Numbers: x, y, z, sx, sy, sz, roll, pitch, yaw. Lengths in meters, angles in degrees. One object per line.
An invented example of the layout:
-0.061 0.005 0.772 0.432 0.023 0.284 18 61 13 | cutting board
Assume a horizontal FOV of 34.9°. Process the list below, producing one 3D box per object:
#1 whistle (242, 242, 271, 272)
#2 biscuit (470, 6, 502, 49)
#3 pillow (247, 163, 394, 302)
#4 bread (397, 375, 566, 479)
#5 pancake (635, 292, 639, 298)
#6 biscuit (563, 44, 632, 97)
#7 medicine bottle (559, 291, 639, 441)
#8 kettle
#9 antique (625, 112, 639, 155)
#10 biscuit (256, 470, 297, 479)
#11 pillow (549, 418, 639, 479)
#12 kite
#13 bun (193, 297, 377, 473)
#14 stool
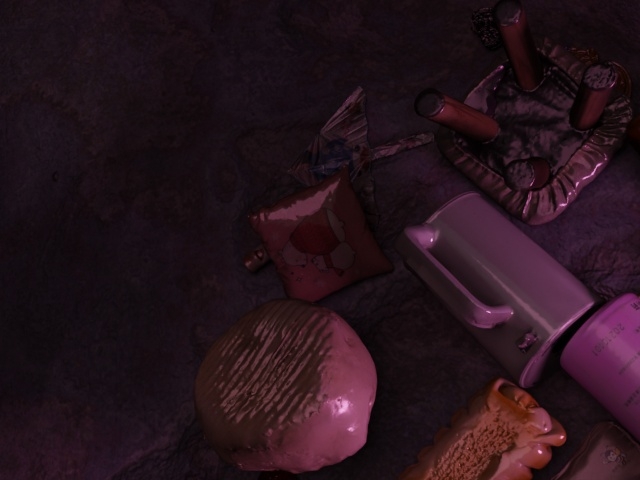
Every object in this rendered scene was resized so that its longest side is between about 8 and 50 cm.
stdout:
-0.065 -0.013 2.044 0.220 0.057 0.107 -40 78 9 | whistle
0.338 -0.426 2.046 0.087 0.027 0.089 15 79 23 | biscuit
0.000 0.000 1.962 0.223 0.084 0.236 -22 105 7 | pillow
0.266 0.387 1.754 0.311 0.121 0.173 -45 61 3 | bread
0.587 0.140 1.780 0.115 0.011 0.115 -7 70 20 | pancake
0.513 -0.305 1.944 0.124 0.026 0.175 -45 64 1 | biscuit
0.555 0.240 1.667 0.178 0.178 0.290 -46 64 1 | medicine bottle
0.296 0.090 1.775 0.265 0.205 0.318 -27 60 -28 | kettle
0.675 -0.148 1.777 0.278 0.129 0.223 33 86 26 | antique
-0.087 0.541 1.884 0.183 0.043 0.280 1 76 17 | biscuit
0.456 0.421 1.721 0.233 0.038 0.130 -46 68 -1 | pillow
0.081 -0.165 2.064 0.314 0.011 0.335 -12 70 15 | kite
-0.057 0.269 1.858 0.362 0.234 0.326 -2 65 36 | bun
0.368 -0.231 1.853 0.310 0.226 0.310 43 98 26 | stool
